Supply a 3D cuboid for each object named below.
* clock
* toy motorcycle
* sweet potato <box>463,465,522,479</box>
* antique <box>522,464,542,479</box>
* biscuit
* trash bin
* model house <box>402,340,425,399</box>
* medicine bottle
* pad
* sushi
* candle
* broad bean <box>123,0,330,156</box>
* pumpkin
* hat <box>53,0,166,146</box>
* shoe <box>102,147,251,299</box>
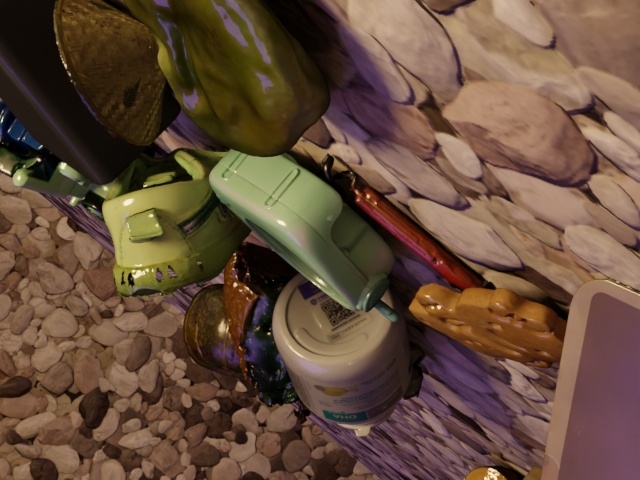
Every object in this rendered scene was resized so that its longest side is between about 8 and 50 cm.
[{"bbox_3d":[0.000,0.000,0.957,0.159,0.066,0.211,34,172,46],"label":"clock"},{"bbox_3d":[-0.303,-0.105,1.331,0.196,0.125,0.331,28,178,12],"label":"toy motorcycle"},{"bbox_3d":[0.310,0.420,1.561,0.286,0.085,0.112,43,163,-22],"label":"sweet potato"},{"bbox_3d":[0.301,0.362,1.225,0.146,0.148,0.152,45,167,-25],"label":"antique"},{"bbox_3d":[0.146,0.074,0.866,0.133,0.027,0.184,33,165,-27],"label":"biscuit"},{"bbox_3d":[-0.260,-0.184,0.974,0.165,0.115,0.225,32,163,44],"label":"trash bin"},{"bbox_3d":[0.094,0.145,1.262,0.083,0.057,0.058,27,-158,36],"label":"model house"},{"bbox_3d":[0.030,0.125,1.134,0.135,0.135,0.215,33,159,26],"label":"medicine bottle"},{"bbox_3d":[0.223,0.165,0.700,0.176,0.002,0.266,28,127,40],"label":"pad"},{"bbox_3d":[-0.037,0.097,1.282,0.287,0.149,0.140,88,164,-46],"label":"sushi"},{"bbox_3d":[0.064,-0.011,0.862,0.167,0.021,0.026,39,167,-4],"label":"candle"},{"bbox_3d":[-0.065,-0.132,0.679,0.153,0.072,0.206,24,161,31],"label":"broad bean"},{"bbox_3d":[-0.093,0.126,1.538,0.219,0.162,0.219,11,168,2],"label":"pumpkin"},{"bbox_3d":[-0.151,-0.157,0.882,0.146,0.067,0.146,53,-156,-36],"label":"hat"},{"bbox_3d":[-0.130,-0.030,1.043,0.140,0.128,0.262,4,-156,5],"label":"shoe"}]
